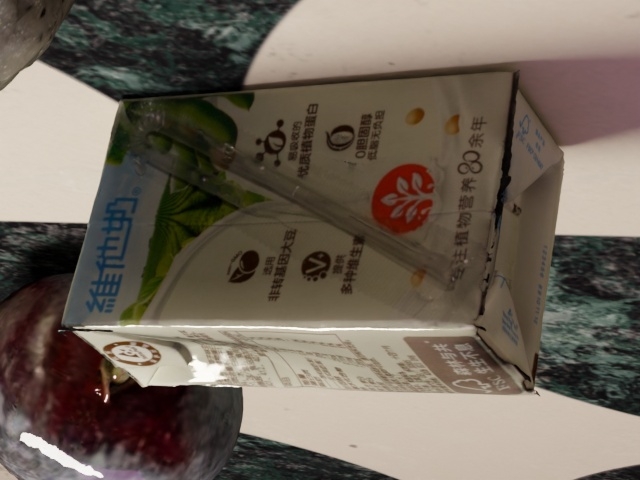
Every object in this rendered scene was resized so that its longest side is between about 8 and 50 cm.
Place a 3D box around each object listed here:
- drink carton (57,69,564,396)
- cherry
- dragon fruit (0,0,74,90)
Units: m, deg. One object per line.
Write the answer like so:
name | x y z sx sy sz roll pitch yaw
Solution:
drink carton | 0.001 0.000 1.249 0.324 0.194 0.132 -1 153 27
cherry | -0.199 0.141 1.646 0.255 0.218 0.296 15 168 -8
dragon fruit | -0.267 -0.145 1.017 0.283 0.204 0.221 2 157 21
